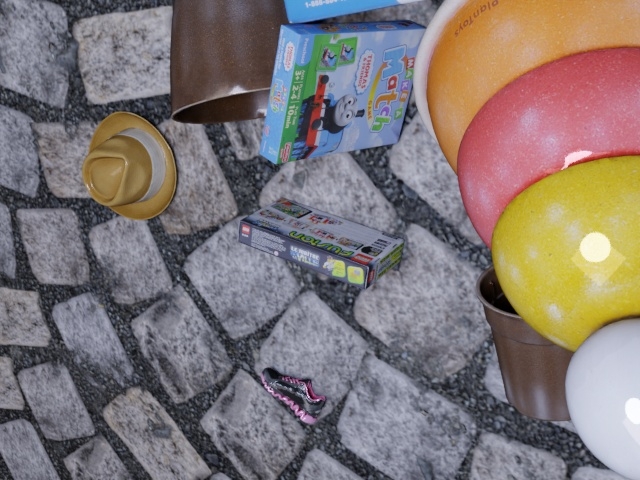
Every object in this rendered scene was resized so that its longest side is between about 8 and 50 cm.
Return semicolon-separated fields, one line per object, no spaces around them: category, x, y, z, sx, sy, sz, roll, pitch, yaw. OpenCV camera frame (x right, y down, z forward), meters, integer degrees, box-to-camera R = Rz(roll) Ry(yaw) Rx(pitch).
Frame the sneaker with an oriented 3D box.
sneaker;-0.041;0.238;1.366;0.119;0.047;0.057;38;108;9

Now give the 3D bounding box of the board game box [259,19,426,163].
board game box;0.030;-0.185;1.036;0.039;0.212;0.160;36;126;36

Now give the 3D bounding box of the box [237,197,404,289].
box;0.000;0.000;1.191;0.207;0.114;0.036;20;119;24

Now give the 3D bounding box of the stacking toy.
stacking toy;0.253;-0.013;0.760;0.351;0.479;0.350;4;143;3

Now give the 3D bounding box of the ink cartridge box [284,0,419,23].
ink cartridge box;0.080;-0.461;0.916;0.286;0.166;0.394;-2;108;32

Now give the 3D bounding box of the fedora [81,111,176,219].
fedora;-0.324;-0.112;1.367;0.194;0.079;0.194;12;115;27

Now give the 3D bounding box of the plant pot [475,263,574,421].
plant pot;0.283;0.122;1.046;0.167;0.167;0.165;5;119;30

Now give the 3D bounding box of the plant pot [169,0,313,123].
plant pot;-0.104;-0.287;1.100;0.215;0.215;0.230;-9;90;34
